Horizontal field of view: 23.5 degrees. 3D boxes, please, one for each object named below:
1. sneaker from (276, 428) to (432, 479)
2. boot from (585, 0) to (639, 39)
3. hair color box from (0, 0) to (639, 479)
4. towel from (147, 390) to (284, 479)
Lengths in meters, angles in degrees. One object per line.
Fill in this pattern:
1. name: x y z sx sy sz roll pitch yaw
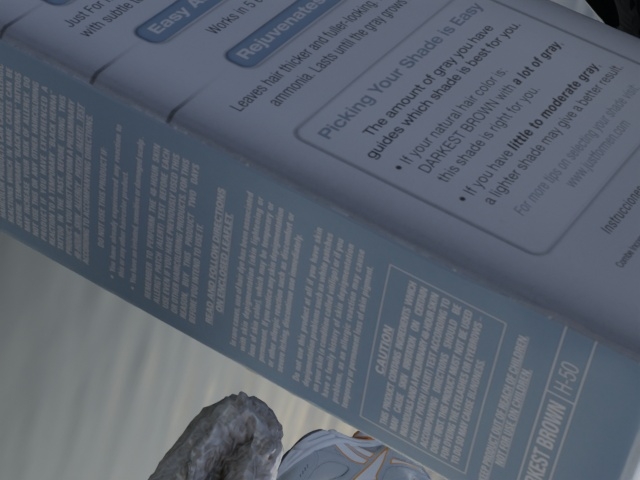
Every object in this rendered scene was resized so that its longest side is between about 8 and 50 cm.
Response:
1. sneaker: 0.040 0.267 1.638 0.262 0.121 0.099 -7 134 -53
2. boot: 0.141 -0.154 0.945 0.094 0.207 0.246 55 33 -36
3. hair color box: 0.005 -0.042 0.674 0.185 0.374 0.114 -43 153 -42
4. towel: -0.101 0.195 0.537 0.282 0.049 0.187 -56 175 -35
